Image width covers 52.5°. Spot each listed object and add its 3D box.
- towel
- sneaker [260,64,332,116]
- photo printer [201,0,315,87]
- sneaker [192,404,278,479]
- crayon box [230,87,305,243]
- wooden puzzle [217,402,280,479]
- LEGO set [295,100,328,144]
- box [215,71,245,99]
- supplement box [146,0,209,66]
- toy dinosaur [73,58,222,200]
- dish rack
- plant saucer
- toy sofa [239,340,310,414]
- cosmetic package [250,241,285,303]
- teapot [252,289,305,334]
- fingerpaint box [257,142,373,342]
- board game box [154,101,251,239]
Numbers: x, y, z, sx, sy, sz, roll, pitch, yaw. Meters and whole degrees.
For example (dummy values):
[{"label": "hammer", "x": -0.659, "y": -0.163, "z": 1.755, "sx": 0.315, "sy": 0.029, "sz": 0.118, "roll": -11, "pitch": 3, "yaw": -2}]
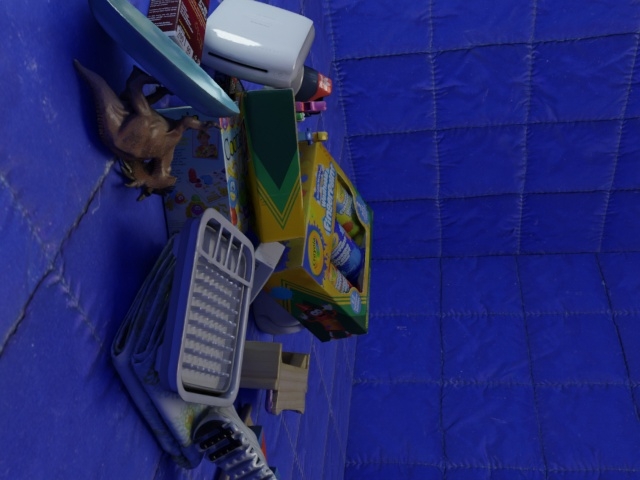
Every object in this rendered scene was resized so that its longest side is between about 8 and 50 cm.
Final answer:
[{"label": "towel", "x": -0.270, "y": 0.216, "z": 1.284, "sx": 0.320, "sy": 0.090, "sz": 0.374, "roll": -74, "pitch": 159, "yaw": -44}, {"label": "sneaker", "x": -0.082, "y": -0.386, "z": 1.842, "sx": 0.350, "sy": 0.148, "sz": 0.131, "roll": -15, "pitch": -115, "yaw": 64}, {"label": "photo printer", "x": -0.157, "y": -0.483, "z": 1.585, "sx": 0.307, "sy": 0.256, "sz": 0.107, "roll": -76, "pitch": -177, "yaw": -53}, {"label": "sneaker", "x": -0.143, "y": 0.450, "z": 1.290, "sx": 0.118, "sy": 0.110, "sz": 0.292, "roll": -91, "pitch": 156, "yaw": -78}, {"label": "crayon box", "x": -0.129, "y": -0.184, "z": 1.489, "sx": 0.363, "sy": 0.106, "sz": 0.312, "roll": -138, "pitch": -136, "yaw": -73}, {"label": "wooden puzzle", "x": -0.178, "y": 0.656, "z": 1.690, "sx": 0.322, "sy": 0.081, "sz": 0.347, "roll": -74, "pitch": 159, "yaw": -58}, {"label": "LEGO set", "x": -0.027, "y": -0.256, "z": 1.465, "sx": 0.227, "sy": 0.093, "sz": 0.086, "roll": -161, "pitch": -114, "yaw": -77}, {"label": "box", "x": -0.225, "y": -0.330, "z": 1.729, "sx": 0.233, "sy": 0.044, "sz": 0.159, "roll": 64, "pitch": 26, "yaw": -64}, {"label": "supplement box", "x": -0.292, "y": -0.468, "z": 1.345, "sx": 0.130, "sy": 0.073, "sz": 0.239, "roll": 64, "pitch": 25, "yaw": -63}, {"label": "toy dinosaur", "x": -0.312, "y": -0.175, "z": 1.109, "sx": 0.200, "sy": 0.127, "sz": 0.296, "roll": -55, "pitch": 146, "yaw": 1}, {"label": "dish rack", "x": -0.210, "y": 0.129, "z": 1.190, "sx": 0.285, "sy": 0.073, "sz": 0.332, "roll": 53, "pitch": 40, "yaw": -69}, {"label": "plant saucer", "x": -0.267, "y": -0.311, "z": 1.092, "sx": 0.318, "sy": 0.043, "sz": 0.317, "roll": 43, "pitch": 9, "yaw": -8}, {"label": "toy sofa", "x": -0.142, "y": 0.373, "z": 1.753, "sx": 0.362, "sy": 0.150, "sz": 0.176, "roll": 50, "pitch": 44, "yaw": -72}, {"label": "cosmetic package", "x": -0.169, "y": 0.105, "z": 1.476, "sx": 0.239, "sy": 0.061, "sz": 0.098, "roll": -54, "pitch": -171, "yaw": 33}, {"label": "teapot", "x": -0.088, "y": 0.170, "z": 1.957, "sx": 0.252, "sy": 0.187, "sz": 0.255, "roll": 54, "pitch": 37, "yaw": -69}, {"label": "fingerpaint box", "x": 0.000, "y": 0.000, "z": 1.830, "sx": 0.371, "sy": 0.163, "sz": 0.444, "roll": 48, "pitch": 37, "yaw": -42}, {"label": "board game box", "x": -0.241, "y": -0.143, "z": 1.354, "sx": 0.142, "sy": 0.145, "sz": 0.275, "roll": -58, "pitch": 145, "yaw": -72}]
